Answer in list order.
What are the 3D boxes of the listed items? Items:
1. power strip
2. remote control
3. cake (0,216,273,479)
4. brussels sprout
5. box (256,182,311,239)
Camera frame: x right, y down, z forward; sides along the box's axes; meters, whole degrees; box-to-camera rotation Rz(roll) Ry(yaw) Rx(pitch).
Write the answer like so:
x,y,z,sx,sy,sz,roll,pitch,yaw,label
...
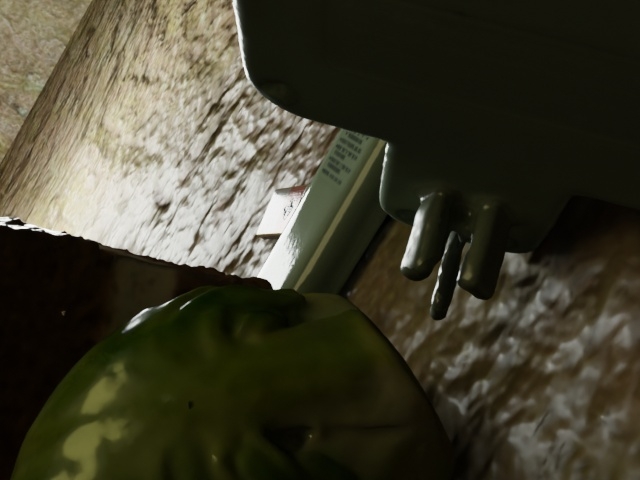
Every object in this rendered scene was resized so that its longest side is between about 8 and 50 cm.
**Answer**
x,y,z,sx,sy,sz,roll,pitch,yaw,label
0.077,-0.061,0.404,0.261,0.230,0.141,90,-164,-70,power strip
0.001,0.001,0.674,0.309,0.038,0.090,-60,27,6,remote control
-0.210,0.112,0.620,0.282,0.290,0.255,7,87,60,cake
-0.048,0.124,0.459,0.161,0.223,0.223,26,88,58,brussels sprout
-0.024,-0.024,0.770,0.083,0.012,0.046,-3,61,62,box
